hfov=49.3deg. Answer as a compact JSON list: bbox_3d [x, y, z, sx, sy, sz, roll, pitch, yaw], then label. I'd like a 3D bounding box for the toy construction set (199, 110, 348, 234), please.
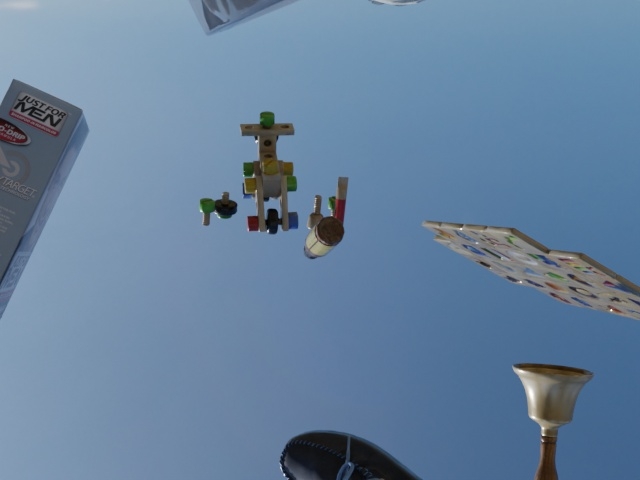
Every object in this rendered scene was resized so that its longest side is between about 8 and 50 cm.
[{"bbox_3d":[-0.081,-0.154,1.583,0.308,0.237,0.257,12,-155,12],"label":"toy construction set"}]

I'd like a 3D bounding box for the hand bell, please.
[{"bbox_3d":[0.367,0.326,1.116,0.126,0.242,0.126,3,177,0],"label":"hand bell"}]

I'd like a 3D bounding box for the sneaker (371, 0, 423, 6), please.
[{"bbox_3d":[0.127,-0.246,0.435,0.283,0.110,0.122,-33,-166,-14],"label":"sneaker"}]

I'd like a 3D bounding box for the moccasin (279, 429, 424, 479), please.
[{"bbox_3d":[0.076,0.370,0.990,0.342,0.138,0.117,16,-165,30],"label":"moccasin"}]

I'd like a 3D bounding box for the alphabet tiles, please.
[{"bbox_3d":[0.305,0.042,0.966,0.285,0.011,0.342,27,175,-19],"label":"alphabet tiles"}]

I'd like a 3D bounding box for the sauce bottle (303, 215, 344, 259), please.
[{"bbox_3d":[0.000,0.000,0.969,0.042,0.042,0.128,-10,171,-16],"label":"sauce bottle"}]

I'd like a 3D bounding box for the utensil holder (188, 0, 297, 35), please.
[{"bbox_3d":[-0.085,-0.491,0.857,0.327,0.386,0.327,-20,-162,7],"label":"utensil holder"}]

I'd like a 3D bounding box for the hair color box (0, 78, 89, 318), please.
[{"bbox_3d":[-0.502,-0.049,1.112,0.113,0.375,0.185,24,173,-14],"label":"hair color box"}]
